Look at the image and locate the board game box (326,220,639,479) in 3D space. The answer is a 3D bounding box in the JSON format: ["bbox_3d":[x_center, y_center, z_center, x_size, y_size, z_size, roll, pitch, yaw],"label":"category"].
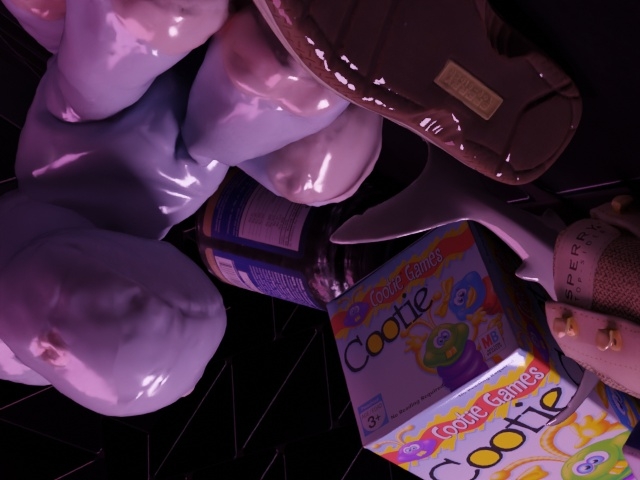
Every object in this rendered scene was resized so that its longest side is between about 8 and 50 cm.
[{"bbox_3d":[0.154,0.123,0.860,0.275,0.144,0.142,35,-152,-39],"label":"board game box"}]

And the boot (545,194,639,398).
[{"bbox_3d":[0.159,0.028,0.412,0.262,0.095,0.203,30,180,-39],"label":"boot"}]

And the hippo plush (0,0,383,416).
[{"bbox_3d":[-0.135,-0.039,0.579,0.294,0.237,0.234,19,164,37],"label":"hippo plush"}]

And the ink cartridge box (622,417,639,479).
[{"bbox_3d":[0.364,0.243,0.585,0.324,0.071,0.330,12,141,52],"label":"ink cartridge box"}]

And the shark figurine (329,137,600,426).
[{"bbox_3d":[0.145,0.050,0.647,0.166,0.116,0.278,27,175,47],"label":"shark figurine"}]

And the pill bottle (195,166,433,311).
[{"bbox_3d":[0.000,0.000,0.955,0.219,0.123,0.123,13,164,40],"label":"pill bottle"}]

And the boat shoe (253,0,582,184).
[{"bbox_3d":[0.021,-0.081,0.378,0.190,0.068,0.072,37,-174,-47],"label":"boat shoe"}]
